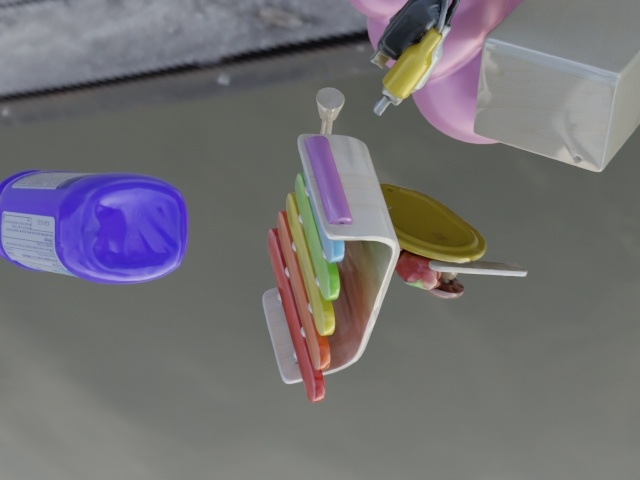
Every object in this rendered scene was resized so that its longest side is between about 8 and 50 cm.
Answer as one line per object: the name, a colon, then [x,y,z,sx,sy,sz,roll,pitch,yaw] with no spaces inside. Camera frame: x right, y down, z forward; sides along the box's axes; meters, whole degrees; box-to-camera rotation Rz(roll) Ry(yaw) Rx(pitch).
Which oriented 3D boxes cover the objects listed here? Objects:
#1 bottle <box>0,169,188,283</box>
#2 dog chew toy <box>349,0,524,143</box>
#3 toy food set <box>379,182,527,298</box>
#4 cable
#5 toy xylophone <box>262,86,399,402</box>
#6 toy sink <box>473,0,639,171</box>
bottle: [-0.228,-0.016,1.293,0.118,0.092,0.283,-1,-177,-35]
dog chew toy: [0.152,-0.267,1.764,0.206,0.207,0.332,-22,130,40]
toy food set: [0.104,0.013,1.557,0.128,0.218,0.071,0,117,-33]
cable: [0.141,-0.251,1.486,0.072,0.139,0.287,36,133,-9]
toy xylophone: [0.000,0.000,1.461,0.081,0.236,0.323,-8,141,-14]
toy sink: [0.289,-0.193,1.602,0.152,0.234,0.131,19,129,22]
